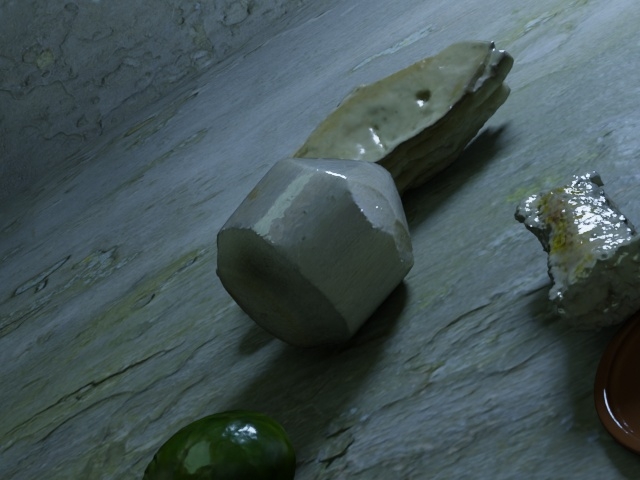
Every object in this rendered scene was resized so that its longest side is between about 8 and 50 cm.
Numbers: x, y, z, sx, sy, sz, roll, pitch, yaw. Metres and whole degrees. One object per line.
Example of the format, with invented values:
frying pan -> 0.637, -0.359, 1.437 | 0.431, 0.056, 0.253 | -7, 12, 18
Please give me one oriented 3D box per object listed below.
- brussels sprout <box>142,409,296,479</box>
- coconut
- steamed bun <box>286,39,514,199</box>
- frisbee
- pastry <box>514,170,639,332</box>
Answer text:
brussels sprout -> -0.116, 0.262, 1.090 | 0.181, 0.144, 0.161 | -41, 25, -4
coconut -> 0.000, 0.000, 1.308 | 0.266, 0.237, 0.237 | -45, 23, -20
steamed bun -> 0.100, -0.153, 1.572 | 0.428, 0.189, 0.247 | -41, 51, -5
frisbee -> 0.357, 0.101, 0.858 | 0.251, 0.021, 0.250 | -32, 23, 16
pastry -> 0.282, 0.007, 1.047 | 0.122, 0.089, 0.258 | -25, 18, 9
